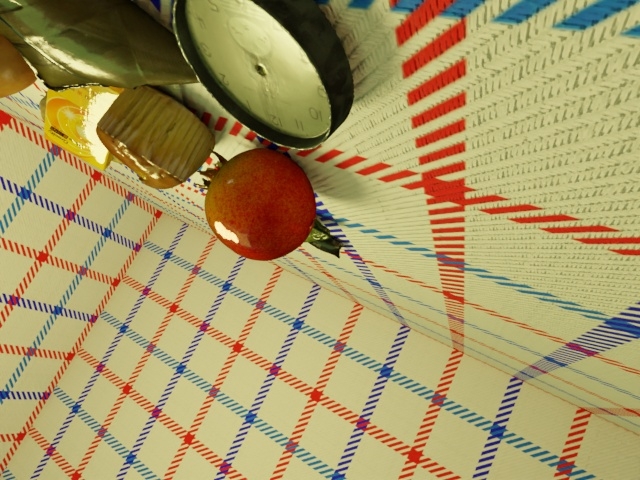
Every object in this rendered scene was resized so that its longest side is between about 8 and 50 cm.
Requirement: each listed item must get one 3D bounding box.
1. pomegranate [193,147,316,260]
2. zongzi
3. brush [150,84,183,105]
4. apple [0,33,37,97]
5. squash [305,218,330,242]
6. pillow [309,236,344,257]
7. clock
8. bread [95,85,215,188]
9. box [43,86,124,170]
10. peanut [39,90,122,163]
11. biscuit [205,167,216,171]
[{"bbox_3d":[-0.132,-0.077,0.794,0.256,0.221,0.221,33,170,9],"label":"pomegranate"},{"bbox_3d":[-0.279,-0.287,0.461,0.289,0.123,0.260,9,158,17],"label":"zongzi"},{"bbox_3d":[-0.359,-0.326,0.685,0.272,0.013,0.103,30,168,-12],"label":"brush"},{"bbox_3d":[-0.524,-0.312,0.557,0.241,0.242,0.242,41,-179,42],"label":"apple"},{"bbox_3d":[-0.075,-0.040,1.126,0.094,0.095,0.341,34,170,-28],"label":"squash"},{"bbox_3d":[0.000,0.001,1.224,0.150,0.048,0.090,29,172,7],"label":"pillow"},{"bbox_3d":[-0.065,-0.188,0.441,0.214,0.042,0.215,30,160,12],"label":"clock"},{"bbox_3d":[-0.341,-0.195,0.832,0.204,0.156,0.288,35,172,-25],"label":"bread"},{"bbox_3d":[-0.526,-0.280,0.896,0.152,0.043,0.269,32,137,-16],"label":"box"},{"bbox_3d":[-0.561,-0.286,1.049,0.313,0.149,0.149,23,169,-2],"label":"peanut"},{"bbox_3d":[-0.248,-0.149,1.170,0.165,0.036,0.225,26,172,13],"label":"biscuit"}]
